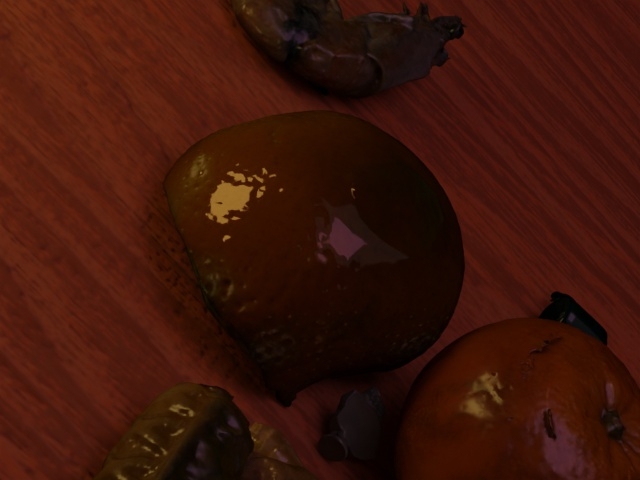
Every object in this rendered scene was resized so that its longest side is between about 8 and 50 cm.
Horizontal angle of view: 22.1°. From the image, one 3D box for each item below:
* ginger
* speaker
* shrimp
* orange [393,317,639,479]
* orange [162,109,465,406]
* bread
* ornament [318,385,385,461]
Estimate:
[{"bbox_3d":[0.032,0.281,1.461,0.299,0.065,0.118,43,27,-17],"label":"ginger"},{"bbox_3d":[0.282,0.101,1.871,0.075,0.060,0.094,43,5,-17],"label":"speaker"},{"bbox_3d":[0.035,-0.266,1.842,0.360,0.085,0.247,-3,60,-44],"label":"shrimp"},{"bbox_3d":[0.199,0.214,1.556,0.284,0.226,0.284,29,49,-38],"label":"orange"},{"bbox_3d":[0.006,-0.006,1.566,0.334,0.196,0.262,-1,52,-39],"label":"orange"},{"bbox_3d":[-0.135,0.213,1.313,0.269,0.098,0.087,-56,150,-49],"label":"bread"},{"bbox_3d":[0.035,0.175,1.557,0.092,0.041,0.068,0,84,-56],"label":"ornament"}]
